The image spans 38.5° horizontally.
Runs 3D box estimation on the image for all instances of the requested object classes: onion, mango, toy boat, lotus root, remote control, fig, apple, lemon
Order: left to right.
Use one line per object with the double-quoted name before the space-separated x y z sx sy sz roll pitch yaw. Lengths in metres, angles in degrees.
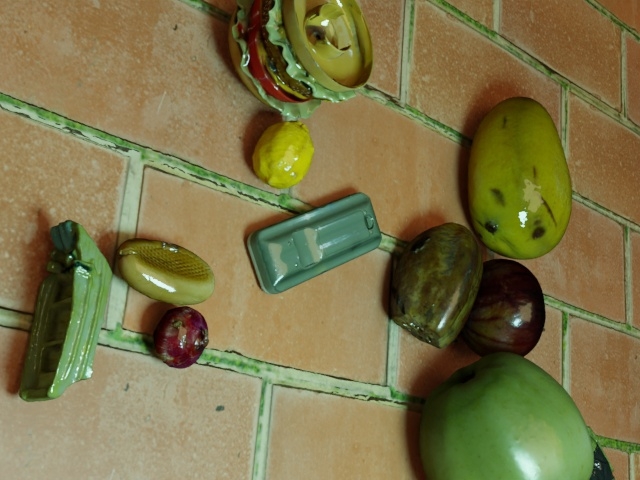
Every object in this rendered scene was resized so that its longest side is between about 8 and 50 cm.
"toy boat" -0.383 0.111 1.394 0.084 0.111 0.276 24 62 -44
"onion" -0.231 0.162 1.542 0.107 0.097 0.107 -7 98 -59
"lemon" -0.069 -0.167 1.756 0.114 0.114 0.155 40 56 -30
"remote control" 0.000 0.000 1.819 0.335 0.066 0.127 -23 100 -44
"lotus root" 0.250 0.084 1.978 0.193 0.193 0.291 44 56 -28
"fig" 0.404 0.158 2.070 0.215 0.235 0.235 26 58 -2
"apple" 0.371 0.421 1.899 0.357 0.357 0.357 12 73 -42
"mango" 0.490 -0.164 2.222 0.301 0.221 0.444 35 55 -30

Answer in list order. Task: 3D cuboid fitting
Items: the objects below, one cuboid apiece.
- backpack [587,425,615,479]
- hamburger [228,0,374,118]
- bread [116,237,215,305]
"backpack" 0.559 0.494 2.156 0.140 0.207 0.253 -34 98 -30
"hamburger" -0.051 -0.371 1.750 0.274 0.212 0.274 22 61 -46
"bread" -0.264 0.055 1.537 0.189 0.077 0.114 18 47 -35
